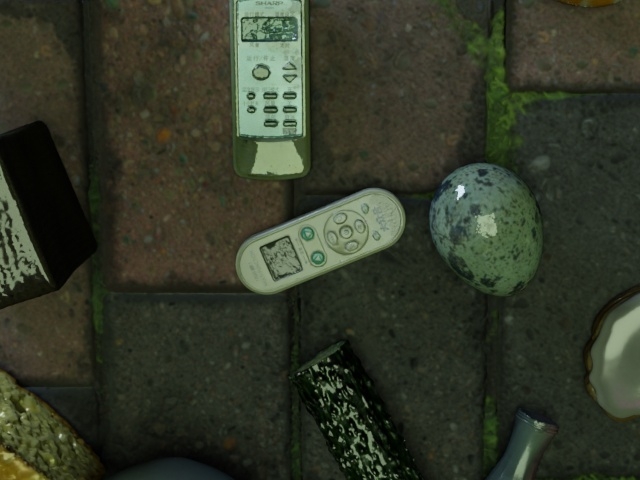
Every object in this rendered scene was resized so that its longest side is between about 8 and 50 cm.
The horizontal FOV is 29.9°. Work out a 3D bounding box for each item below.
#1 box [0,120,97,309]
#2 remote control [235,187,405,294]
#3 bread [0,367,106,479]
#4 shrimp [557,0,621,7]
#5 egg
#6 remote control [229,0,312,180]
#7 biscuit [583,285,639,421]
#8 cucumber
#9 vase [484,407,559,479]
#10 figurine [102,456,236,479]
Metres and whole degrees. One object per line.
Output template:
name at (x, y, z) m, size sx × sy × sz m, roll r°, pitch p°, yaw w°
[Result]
box at (-0.372, -0.022, 1.380) m, size 0.143 × 0.273 × 0.184 m, roll -20°, pitch 100°, yaw 2°
remote control at (0.000, 0.000, 1.489) m, size 0.221 × 0.042 × 0.078 m, roll -22°, pitch 100°, yaw 7°
bread at (-0.449, 0.256, 1.471) m, size 0.340 × 0.194 × 0.179 m, roll 39°, pitch 98°, yaw -10°
shrimp at (0.266, -0.354, 1.409) m, size 0.249 × 0.068 × 0.150 m, roll 6°, pitch 88°, yaw -5°
egg at (0.202, -0.011, 1.436) m, size 0.132 × 0.132 × 0.172 m, roll -22°, pitch 109°, yaw 5°
remote control at (-0.060, -0.189, 1.458) m, size 0.098 × 0.038 × 0.233 m, roll 0°, pitch 100°, yaw 1°
biscuit at (0.437, 0.143, 1.500) m, size 0.208 × 0.049 × 0.180 m, roll 2°, pitch 101°, yaw 3°
cucumber at (0.084, 0.299, 1.487) m, size 0.096 × 0.096 × 0.359 m, roll -31°, pitch 89°, yaw 7°
vase at (0.237, 0.320, 1.525) m, size 0.086 × 0.086 × 0.214 m, roll 22°, pitch 96°, yaw -2°
figurine at (-0.195, 0.439, 1.516) m, size 0.225 × 0.205 × 0.381 m, roll 1°, pitch 118°, yaw -11°
